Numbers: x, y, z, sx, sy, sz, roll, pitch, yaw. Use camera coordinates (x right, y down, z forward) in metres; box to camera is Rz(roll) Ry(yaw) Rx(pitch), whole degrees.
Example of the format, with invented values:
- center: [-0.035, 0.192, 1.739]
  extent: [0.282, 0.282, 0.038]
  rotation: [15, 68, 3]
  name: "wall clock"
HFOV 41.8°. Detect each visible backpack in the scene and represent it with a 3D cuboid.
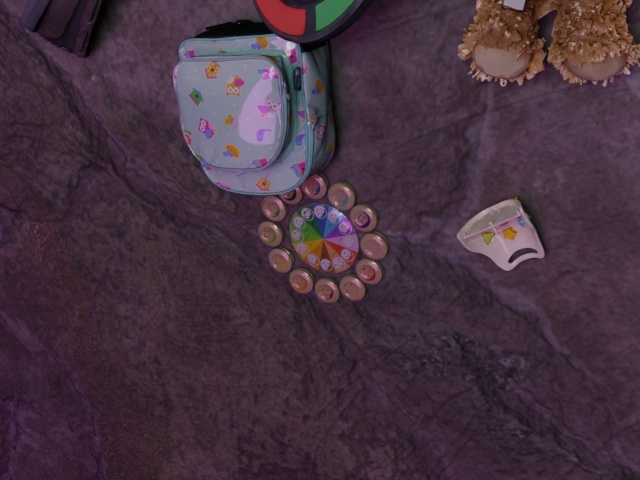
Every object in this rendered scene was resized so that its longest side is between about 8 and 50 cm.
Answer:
- center: [-0.071, -0.142, 0.946]
  extent: [0.165, 0.144, 0.188]
  rotation: [2, 120, 23]
  name: "backpack"

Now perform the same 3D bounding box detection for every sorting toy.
- center: [0.209, -0.002, 0.928]
  extent: [0.083, 0.045, 0.075]
  rotation: [-25, 109, 36]
  name: "sorting toy"

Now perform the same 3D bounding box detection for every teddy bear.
- center: [0.202, -0.290, 0.744]
  extent: [0.245, 0.113, 0.338]
  rotation: [-6, 120, 40]
  name: "teddy bear"

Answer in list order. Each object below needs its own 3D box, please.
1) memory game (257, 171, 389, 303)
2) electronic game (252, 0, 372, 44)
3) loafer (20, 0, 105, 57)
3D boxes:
- center: [0.000, 0.000, 1.063]
  extent: [0.186, 0.012, 0.186]
  rotation: [13, 121, 23]
  name: "memory game"
- center: [-0.001, -0.307, 0.814]
  extent: [0.229, 0.048, 0.229]
  rotation: [-2, 88, 49]
  name: "electronic game"
- center: [-0.250, -0.324, 0.986]
  extent: [0.095, 0.109, 0.302]
  rotation: [39, 137, -19]
  name: "loafer"
